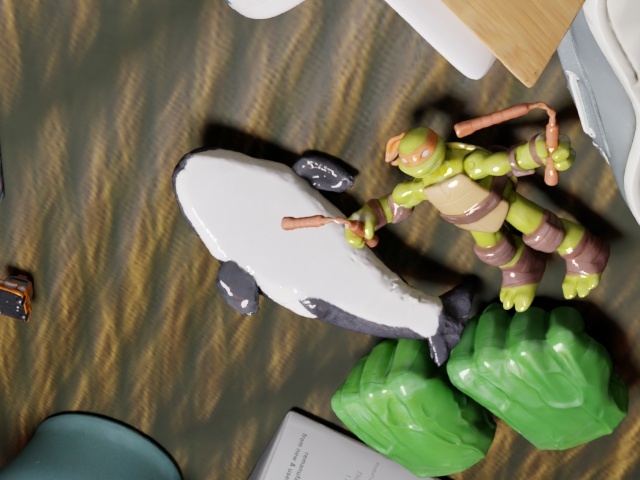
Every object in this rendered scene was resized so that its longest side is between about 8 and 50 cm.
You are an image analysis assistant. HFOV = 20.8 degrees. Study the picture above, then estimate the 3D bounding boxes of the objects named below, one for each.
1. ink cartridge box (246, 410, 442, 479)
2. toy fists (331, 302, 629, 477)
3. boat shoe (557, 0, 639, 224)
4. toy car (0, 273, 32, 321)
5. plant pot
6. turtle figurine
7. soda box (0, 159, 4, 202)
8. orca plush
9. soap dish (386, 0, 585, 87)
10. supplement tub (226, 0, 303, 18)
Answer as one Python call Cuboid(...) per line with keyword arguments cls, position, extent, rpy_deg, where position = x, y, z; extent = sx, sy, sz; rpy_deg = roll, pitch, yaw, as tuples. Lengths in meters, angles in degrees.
Cuboid(cls="ink cartridge box", position=(0.079, 0.379, 1.858), extent=(0.385, 0.160, 0.279), rpy_deg=(25, 142, -3))
Cuboid(cls="toy fists", position=(0.138, 0.130, 1.594), extent=(0.279, 0.096, 0.142), rpy_deg=(-18, 137, 38))
Cuboid(cls="boat shoe", position=(0.236, -0.121, 1.271), extent=(0.099, 0.116, 0.319), rpy_deg=(50, 172, 43))
Cuboid(cls="toy car", position=(-0.342, 0.049, 1.779), extent=(0.122, 0.040, 0.060), rpy_deg=(7, 146, 24))
Cuboid(cls="plant pot", position=(-0.278, 0.342, 1.917), extent=(0.272, 0.255, 0.271), rpy_deg=(14, 140, 12))
Cuboid(cls="turtle figurine", position=(0.119, -0.028, 1.420), extent=(0.269, 0.087, 0.217), rpy_deg=(-25, 130, 34))
Cuboid(cls="soda box", position=(-0.333, -0.086, 1.598), extent=(0.063, 0.058, 0.183), rpy_deg=(17, 142, 8))
Cuboid(cls="orca plush", position=(0.000, 0.000, 1.542), extent=(0.287, 0.102, 0.151), rpy_deg=(16, 98, -8))
Cuboid(cls="soap dish", position=(0.055, -0.260, 1.078), extent=(0.118, 0.229, 0.291), rpy_deg=(-36, 116, 27))
Cuboid(cls="supplement tub", position=(-0.065, -0.265, 1.183), extent=(0.144, 0.144, 0.200), rpy_deg=(-21, 124, 42))
